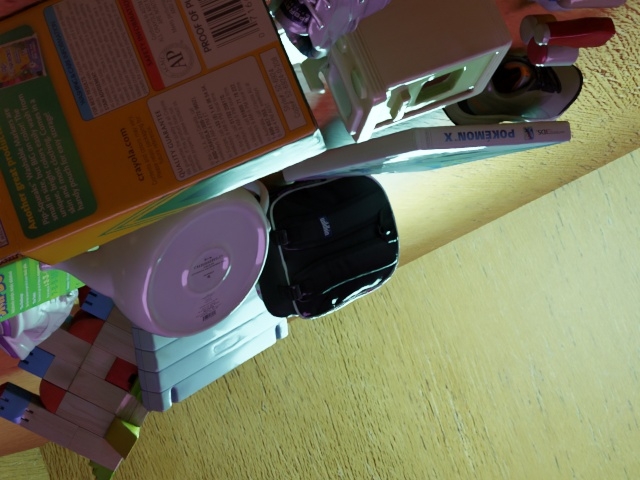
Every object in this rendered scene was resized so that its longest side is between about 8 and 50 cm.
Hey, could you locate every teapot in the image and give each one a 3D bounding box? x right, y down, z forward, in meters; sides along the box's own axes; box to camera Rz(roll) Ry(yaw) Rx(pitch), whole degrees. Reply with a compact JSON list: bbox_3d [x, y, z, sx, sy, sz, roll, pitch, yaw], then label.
[{"bbox_3d":[-0.205,-0.006,1.565,0.252,0.187,0.256,-57,143,3],"label":"teapot"}]

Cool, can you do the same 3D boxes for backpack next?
[{"bbox_3d":[0.000,0.000,1.890,0.253,0.225,0.191,-22,-168,-29],"label":"backpack"}]

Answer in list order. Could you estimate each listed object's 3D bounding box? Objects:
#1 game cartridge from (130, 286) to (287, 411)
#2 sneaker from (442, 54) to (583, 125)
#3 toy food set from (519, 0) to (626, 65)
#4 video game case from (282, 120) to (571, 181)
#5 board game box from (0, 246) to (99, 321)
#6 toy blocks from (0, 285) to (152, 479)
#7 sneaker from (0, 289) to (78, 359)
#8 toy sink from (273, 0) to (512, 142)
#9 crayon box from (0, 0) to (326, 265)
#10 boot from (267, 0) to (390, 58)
[{"bbox_3d":[-0.189,0.119,1.968,0.068,0.230,0.355,2,-162,36],"label":"game cartridge"},{"bbox_3d":[0.307,-0.230,1.713,0.271,0.100,0.108,-14,161,-36],"label":"sneaker"},{"bbox_3d":[0.286,-0.284,1.385,0.104,0.111,0.232,-5,165,-20],"label":"toy food set"},{"bbox_3d":[0.154,-0.132,1.713,0.300,0.036,0.329,-7,178,-35],"label":"video game case"},{"bbox_3d":[-0.395,0.045,1.568,0.259,0.039,0.124,-30,154,-46],"label":"board game box"},{"bbox_3d":[-0.408,0.216,2.017,0.381,0.261,0.191,-60,-169,8],"label":"toy blocks"},{"bbox_3d":[-0.453,0.085,1.762,0.152,0.114,0.305,-40,174,-19],"label":"sneaker"},{"bbox_3d":[0.072,-0.203,1.272,0.234,0.131,0.153,-20,168,-11],"label":"toy sink"},{"bbox_3d":[-0.182,-0.115,0.995,0.323,0.203,0.083,-22,170,2],"label":"crayon box"},{"bbox_3d":[0.012,-0.234,1.019,0.123,0.095,0.258,-46,171,-4],"label":"boot"}]
